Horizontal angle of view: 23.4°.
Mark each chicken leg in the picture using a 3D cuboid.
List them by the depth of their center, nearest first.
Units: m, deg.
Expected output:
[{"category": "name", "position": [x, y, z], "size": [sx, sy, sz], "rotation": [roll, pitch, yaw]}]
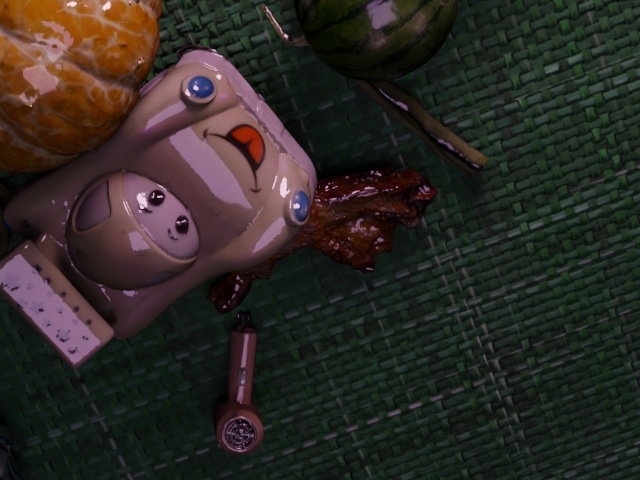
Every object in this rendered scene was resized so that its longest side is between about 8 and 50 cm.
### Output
[{"category": "chicken leg", "position": [-0.005, -0.008, 1.962], "size": [0.322, 0.083, 0.177], "rotation": [-16, 135, -2]}]

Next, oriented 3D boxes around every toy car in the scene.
[{"category": "toy car", "position": [-0.200, -0.031, 1.801], "size": [0.336, 0.226, 0.242], "rotation": [-31, 109, 27]}]

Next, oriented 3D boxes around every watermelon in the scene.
[{"category": "watermelon", "position": [0.053, -0.269, 1.770], "size": [0.215, 0.188, 0.188], "rotation": [-31, 116, 9]}]

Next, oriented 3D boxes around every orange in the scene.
[{"category": "orange", "position": [-0.319, -0.231, 1.676], "size": [0.249, 0.329, 0.329], "rotation": [2, 126, -55]}]

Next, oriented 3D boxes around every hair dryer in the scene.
[{"category": "hair dryer", "position": [-0.106, 0.184, 2.037], "size": [0.064, 0.117, 0.181], "rotation": [2, 97, -7]}]

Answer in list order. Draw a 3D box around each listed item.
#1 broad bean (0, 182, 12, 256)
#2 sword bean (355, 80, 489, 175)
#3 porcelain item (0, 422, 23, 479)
[{"category": "broad bean", "position": [-0.472, -0.009, 1.910], "size": [0.207, 0.072, 0.153], "rotation": [-19, 115, 16]}, {"category": "sword bean", "position": [0.104, -0.168, 1.913], "size": [0.269, 0.038, 0.043], "rotation": [39, 112, -21]}, {"category": "porcelain item", "position": [-0.553, 0.334, 2.014], "size": [0.281, 0.157, 0.286], "rotation": [28, 111, -17]}]
